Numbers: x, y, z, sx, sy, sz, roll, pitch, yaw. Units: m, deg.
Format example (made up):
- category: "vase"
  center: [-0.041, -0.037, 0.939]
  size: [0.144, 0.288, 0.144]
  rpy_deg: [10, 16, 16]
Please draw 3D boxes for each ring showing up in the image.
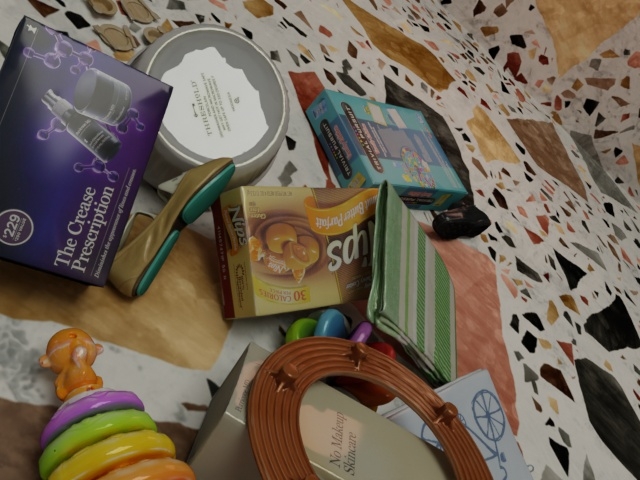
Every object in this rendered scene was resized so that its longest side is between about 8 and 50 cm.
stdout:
- category: "ring"
  center: [0.074, 0.232, 0.695]
  size: [0.336, 0.032, 0.336]
  rpy_deg: [27, 28, -16]

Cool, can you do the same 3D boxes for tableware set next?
- category: "tableware set"
  center: [-0.353, -0.403, 1.141]
  size: [0.169, 0.020, 0.141]
  rpy_deg: [-19, 71, -51]

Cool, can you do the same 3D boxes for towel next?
- category: "towel"
  center: [0.162, 0.090, 1.037]
  size: [0.325, 0.038, 0.248]
  rpy_deg: [46, 41, -45]

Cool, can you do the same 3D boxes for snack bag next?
- category: "snack bag"
  center: [0.243, 0.393, 0.959]
  size: [0.323, 0.037, 0.342]
  rpy_deg: [-8, 72, -48]

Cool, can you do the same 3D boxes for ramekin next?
- category: "ramekin"
  center: [-0.170, -0.197, 0.940]
  size: [0.273, 0.127, 0.273]
  rpy_deg: [3, 83, -24]

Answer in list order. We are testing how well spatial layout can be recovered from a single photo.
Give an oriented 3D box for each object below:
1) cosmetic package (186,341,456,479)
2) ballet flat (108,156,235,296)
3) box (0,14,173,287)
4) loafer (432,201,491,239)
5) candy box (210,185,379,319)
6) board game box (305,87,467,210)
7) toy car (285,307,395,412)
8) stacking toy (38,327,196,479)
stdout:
- category: "cosmetic package"
  center: [0.009, 0.270, 0.737]
  size: [0.309, 0.113, 0.160]
  rpy_deg: [32, 19, -8]
- category: "ballet flat"
  center: [-0.205, -0.035, 0.826]
  size: [0.073, 0.080, 0.232]
  rpy_deg: [34, 74, 4]
- category: "box"
  center: [-0.310, -0.095, 0.734]
  size: [0.184, 0.103, 0.261]
  rpy_deg: [21, 78, -27]
- category: "loafer"
  center: [0.315, -0.050, 1.426]
  size: [0.223, 0.076, 0.078]
  rpy_deg: [-3, 54, -51]
- category: "candy box"
  center: [-0.008, 0.013, 0.969]
  size: [0.316, 0.087, 0.183]
  rpy_deg: [-3, 85, -43]
- category: "board game box"
  center: [0.154, -0.195, 1.393]
  size: [0.336, 0.079, 0.254]
  rpy_deg: [0, 57, -44]
- category: "toy car"
  center: [0.036, 0.173, 0.896]
  size: [0.182, 0.136, 0.159]
  rpy_deg: [45, 37, -3]
- category: "stacking toy"
  center: [-0.220, 0.213, 0.622]
  size: [0.175, 0.166, 0.302]
  rpy_deg: [-10, 52, -35]
